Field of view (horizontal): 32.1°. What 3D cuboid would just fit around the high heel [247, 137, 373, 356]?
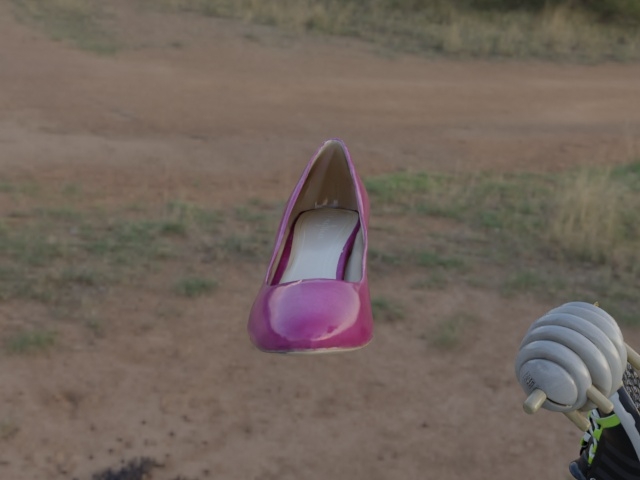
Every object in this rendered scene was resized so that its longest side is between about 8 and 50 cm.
[{"bbox_3d":[0.000,0.000,0.731,0.082,0.117,0.244,1,10,10],"label":"high heel"}]

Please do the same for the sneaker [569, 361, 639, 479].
[{"bbox_3d":[0.290,0.212,1.103,0.097,0.234,0.084,-19,23,19],"label":"sneaker"}]

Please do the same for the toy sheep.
[{"bbox_3d":[0.198,0.097,0.875,0.091,0.091,0.132,16,35,32],"label":"toy sheep"}]
